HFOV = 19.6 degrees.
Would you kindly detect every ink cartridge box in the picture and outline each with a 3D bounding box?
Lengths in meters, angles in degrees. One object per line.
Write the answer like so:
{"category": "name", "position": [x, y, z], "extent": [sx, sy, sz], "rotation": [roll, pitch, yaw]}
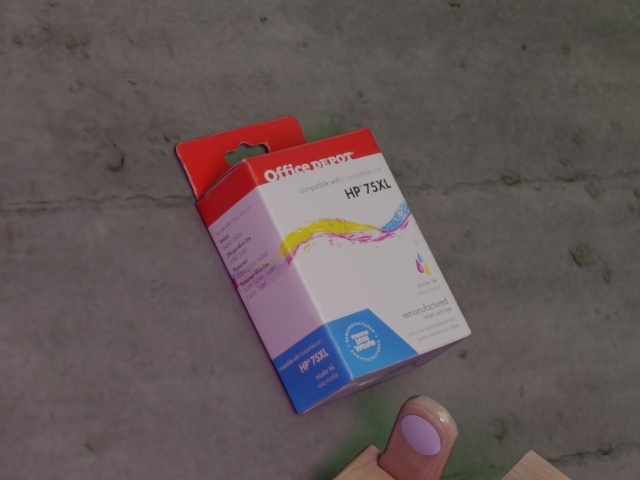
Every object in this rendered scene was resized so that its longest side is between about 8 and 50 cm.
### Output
{"category": "ink cartridge box", "position": [0.000, 0.000, 1.418], "extent": [0.134, 0.078, 0.231], "rotation": [-18, 77, -41]}

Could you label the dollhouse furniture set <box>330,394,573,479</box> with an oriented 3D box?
{"category": "dollhouse furniture set", "position": [0.046, 0.301, 1.171], "extent": [0.303, 0.174, 0.355], "rotation": [36, 50, 19]}
